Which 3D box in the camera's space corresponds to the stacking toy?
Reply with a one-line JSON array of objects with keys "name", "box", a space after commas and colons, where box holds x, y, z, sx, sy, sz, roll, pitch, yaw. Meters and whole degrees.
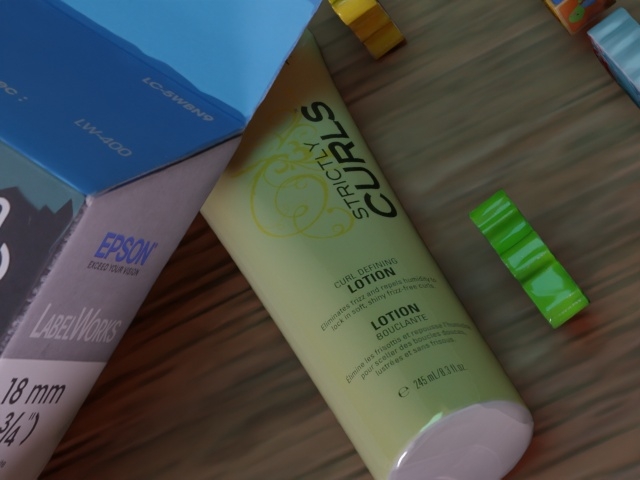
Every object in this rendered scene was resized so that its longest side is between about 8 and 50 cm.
[{"name": "stacking toy", "box": [0.108, -0.089, 0.687, 0.167, 0.052, 0.221, -36, 55, 7]}]

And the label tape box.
[{"name": "label tape box", "box": [-0.188, -0.025, 0.683, 0.241, 0.106, 0.333, 32, 95, 18]}]

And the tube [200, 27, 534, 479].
[{"name": "tube", "box": [0.000, 0.000, 0.683, 0.062, 0.070, 0.240, -54, 45, 26]}]
